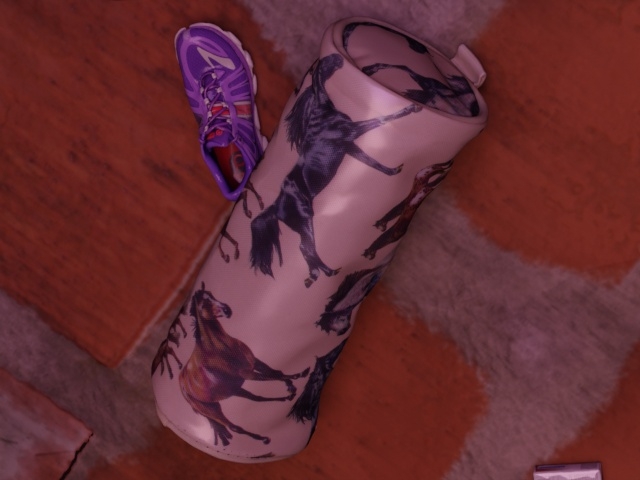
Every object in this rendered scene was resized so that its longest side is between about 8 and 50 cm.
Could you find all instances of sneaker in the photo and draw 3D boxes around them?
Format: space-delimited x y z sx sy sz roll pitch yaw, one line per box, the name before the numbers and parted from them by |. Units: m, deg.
sneaker | -0.088 -0.116 1.691 0.068 0.071 0.170 -16 103 16

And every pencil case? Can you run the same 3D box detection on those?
pencil case | 0.000 0.000 1.666 0.160 0.183 0.410 39 113 27

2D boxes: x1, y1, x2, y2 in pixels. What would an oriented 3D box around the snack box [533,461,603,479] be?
snack box | 0.246 0.299 1.782 0.064 0.022 0.178 -5 106 12
